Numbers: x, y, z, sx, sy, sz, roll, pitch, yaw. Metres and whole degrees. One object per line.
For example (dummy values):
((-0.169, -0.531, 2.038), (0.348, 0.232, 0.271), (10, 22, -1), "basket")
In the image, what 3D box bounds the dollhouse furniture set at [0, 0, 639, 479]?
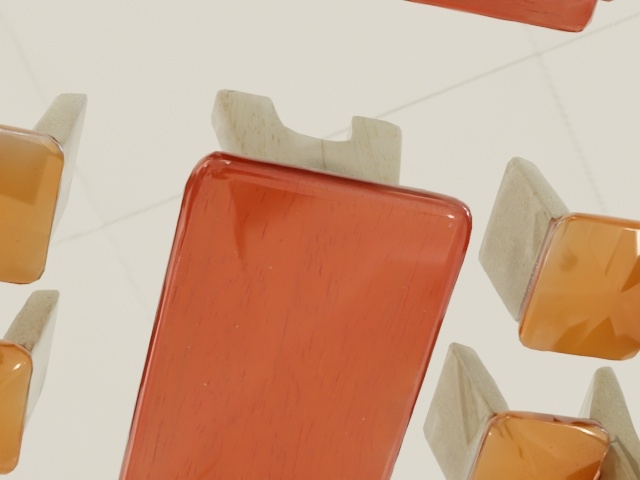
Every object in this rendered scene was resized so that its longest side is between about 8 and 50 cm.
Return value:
((0.000, 0.000, 0.416), (0.262, 0.135, 0.259), (9, 118, -11), "dollhouse furniture set")
